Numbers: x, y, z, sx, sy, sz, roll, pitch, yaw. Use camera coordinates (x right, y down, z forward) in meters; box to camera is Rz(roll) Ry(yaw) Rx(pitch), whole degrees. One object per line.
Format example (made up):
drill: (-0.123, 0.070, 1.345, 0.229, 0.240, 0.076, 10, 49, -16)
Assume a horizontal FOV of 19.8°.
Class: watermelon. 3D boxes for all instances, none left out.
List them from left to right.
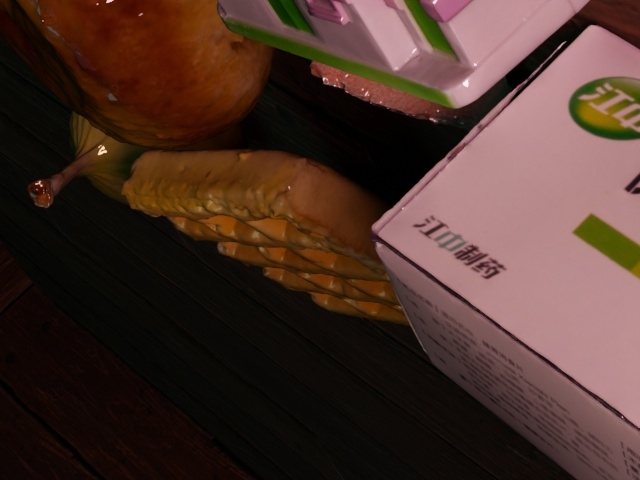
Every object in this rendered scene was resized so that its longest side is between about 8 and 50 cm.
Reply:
watermelon: (0.066, -0.101, 1.111, 0.155, 0.080, 0.101, 23, 167, 24)

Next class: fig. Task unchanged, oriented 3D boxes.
fig: (-0.161, -0.096, 1.583, 0.160, 0.143, 0.231, 49, -164, 13)

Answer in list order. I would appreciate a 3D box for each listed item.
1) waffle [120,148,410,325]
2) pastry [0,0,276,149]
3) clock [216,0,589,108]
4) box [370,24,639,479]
waffle: (0.000, 0.000, 1.403, 0.248, 0.055, 0.221, 30, 165, -35)
pastry: (-0.174, -0.213, 1.326, 0.356, 0.164, 0.356, 46, 172, 8)
clock: (-0.029, -0.230, 0.799, 0.235, 0.166, 0.309, 26, 154, 56)
box: (0.205, 0.056, 0.898, 0.333, 0.173, 0.145, 38, 166, 34)
